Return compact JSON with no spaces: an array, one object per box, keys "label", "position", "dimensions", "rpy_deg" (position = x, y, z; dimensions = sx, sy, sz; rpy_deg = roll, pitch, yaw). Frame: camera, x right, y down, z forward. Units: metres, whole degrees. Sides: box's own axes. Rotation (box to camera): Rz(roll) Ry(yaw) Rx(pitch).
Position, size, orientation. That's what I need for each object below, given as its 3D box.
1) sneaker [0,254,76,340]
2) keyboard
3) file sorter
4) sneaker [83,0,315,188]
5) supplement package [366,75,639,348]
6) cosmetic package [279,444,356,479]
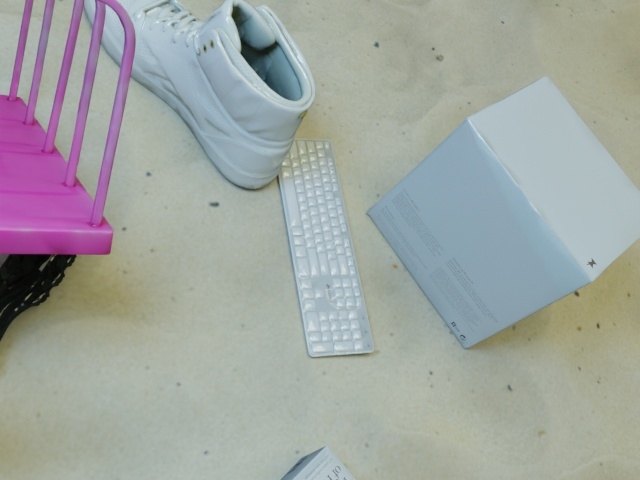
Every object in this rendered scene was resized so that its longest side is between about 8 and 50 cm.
[{"label":"sneaker","position":[-0.301,0.053,0.596],"dimensions":[0.108,0.100,0.271],"rpy_deg":[22,56,14]},{"label":"keyboard","position":[0.000,0.000,0.821],"dimensions":[0.072,0.014,0.255],"rpy_deg":[2,63,-27]},{"label":"file sorter","position":[-0.275,-0.136,0.545],"dimensions":[0.202,0.182,0.291],"rpy_deg":[2,26,-36]},{"label":"sneaker","position":[-0.119,-0.208,0.774],"dimensions":[0.292,0.169,0.108],"rpy_deg":[46,55,5]},{"label":"supplement package","position":[0.198,-0.026,0.821],"dimensions":[0.149,0.203,0.194],"rpy_deg":[-31,82,-36]},{"label":"cosmetic package","position":[-0.050,0.281,0.615],"dimensions":[0.239,0.060,0.099],"rpy_deg":[-37,86,-37]}]
